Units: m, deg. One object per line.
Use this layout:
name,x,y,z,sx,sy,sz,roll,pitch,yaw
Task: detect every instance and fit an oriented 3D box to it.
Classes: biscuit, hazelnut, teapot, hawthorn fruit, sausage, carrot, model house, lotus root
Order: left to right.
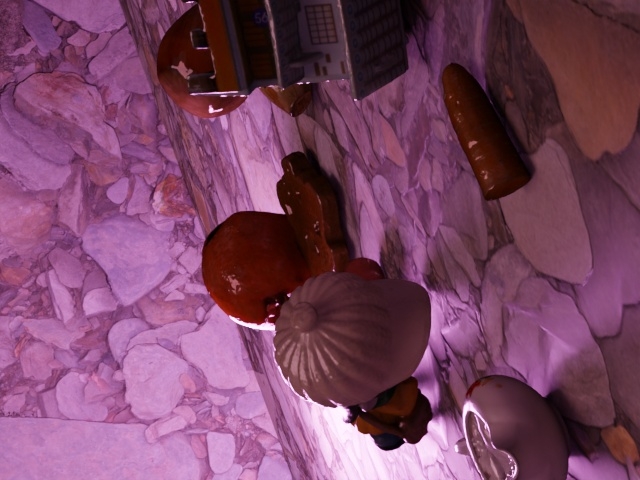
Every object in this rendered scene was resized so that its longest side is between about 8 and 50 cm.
hazelnut,-0.191,-0.315,1.855,0.214,0.176,0.214,-169,90,-73
lotus root,-0.086,-0.304,1.591,0.258,0.097,0.110,65,164,12
hawthorn fruit,-0.096,0.067,1.901,0.299,0.211,0.211,-121,17,-58
model house,-0.029,-0.271,1.109,0.198,0.215,0.224,-67,-29,-58
biscuit,0.001,-0.001,1.760,0.278,0.043,0.301,-156,48,-71
sausage,0.067,0.068,1.548,0.059,0.054,0.094,-163,56,-75
carrot,0.146,-0.104,0.992,0.048,0.048,0.139,98,154,-64
teapot,0.196,0.207,1.102,0.226,0.092,0.145,128,125,-77

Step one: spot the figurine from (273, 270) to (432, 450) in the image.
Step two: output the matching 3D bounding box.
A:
figurine,0.045,0.179,1.451,0.332,0.205,0.185,86,159,-49
